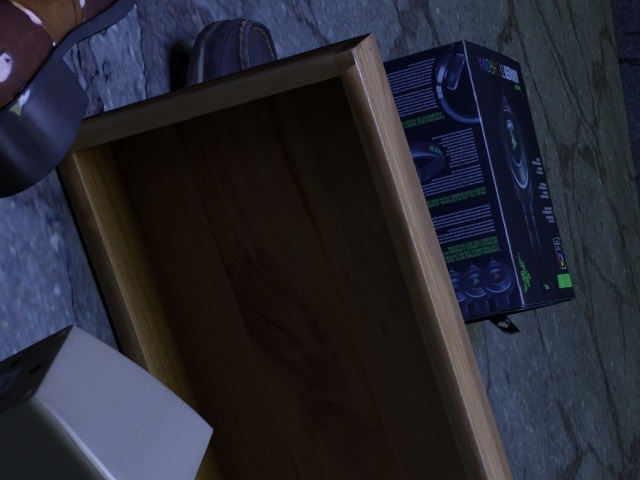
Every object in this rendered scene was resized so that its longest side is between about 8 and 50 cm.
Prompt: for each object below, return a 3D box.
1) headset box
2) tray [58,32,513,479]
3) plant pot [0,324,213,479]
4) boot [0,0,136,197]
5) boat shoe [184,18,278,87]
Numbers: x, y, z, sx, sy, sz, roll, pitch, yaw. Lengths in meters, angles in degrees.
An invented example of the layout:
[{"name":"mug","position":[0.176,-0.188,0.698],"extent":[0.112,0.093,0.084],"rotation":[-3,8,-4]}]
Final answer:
[{"name":"headset box","position":[0.147,-0.039,1.818],"extent":[0.246,0.131,0.283],"rotation":[2,75,-71]},{"name":"tray","position":[-0.004,0.095,1.146],"extent":[0.076,0.202,0.411],"rotation":[-48,122,-70]},{"name":"plant pot","position":[-0.135,0.110,0.919],"extent":[0.096,0.109,0.109],"rotation":[56,24,-19]},{"name":"boot","position":[-0.221,-0.199,0.969],"extent":[0.280,0.096,0.264],"rotation":[54,34,-33]},{"name":"boat shoe","position":[0.000,0.000,1.349],"extent":[0.132,0.130,0.355],"rotation":[-28,103,-72]}]
